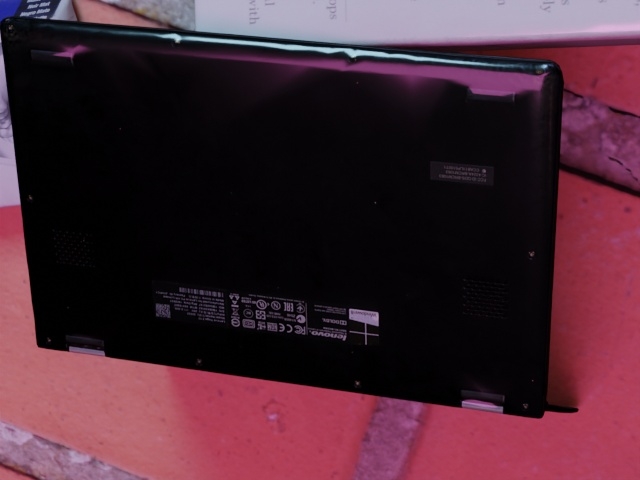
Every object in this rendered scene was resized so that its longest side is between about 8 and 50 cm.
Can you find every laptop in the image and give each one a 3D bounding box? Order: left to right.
[{"bbox_3d":[0.000,0.000,1.205,0.382,0.236,0.408,6,119,15],"label":"laptop"}]

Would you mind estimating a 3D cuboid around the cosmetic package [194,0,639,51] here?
[{"bbox_3d":[0.149,-0.239,1.035,0.453,0.161,0.230,1,95,23],"label":"cosmetic package"}]

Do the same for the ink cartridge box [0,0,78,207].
[{"bbox_3d":[-0.298,-0.133,1.354,0.223,0.045,0.224,-7,113,21],"label":"ink cartridge box"}]
